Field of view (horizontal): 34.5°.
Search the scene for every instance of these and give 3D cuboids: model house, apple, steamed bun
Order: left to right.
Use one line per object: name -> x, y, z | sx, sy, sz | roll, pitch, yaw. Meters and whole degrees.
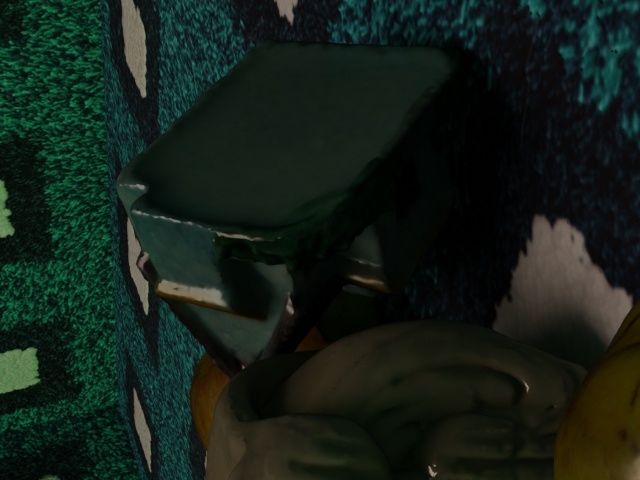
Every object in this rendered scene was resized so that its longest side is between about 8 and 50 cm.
apple -> -0.006, 0.163, 1.077 | 0.226, 0.246, 0.246 | 48, 161, -6
model house -> 0.000, 0.000, 0.880 | 0.230, 0.280, 0.248 | 9, 133, 33
steamed bun -> 0.045, 0.231, 0.785 | 0.255, 0.342, 0.367 | -162, 77, -67

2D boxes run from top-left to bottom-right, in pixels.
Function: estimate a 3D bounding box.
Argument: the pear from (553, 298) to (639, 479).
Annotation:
pear -> 0.208, 0.113, 0.489 | 0.200, 0.200, 0.200 | 168, 90, -70
